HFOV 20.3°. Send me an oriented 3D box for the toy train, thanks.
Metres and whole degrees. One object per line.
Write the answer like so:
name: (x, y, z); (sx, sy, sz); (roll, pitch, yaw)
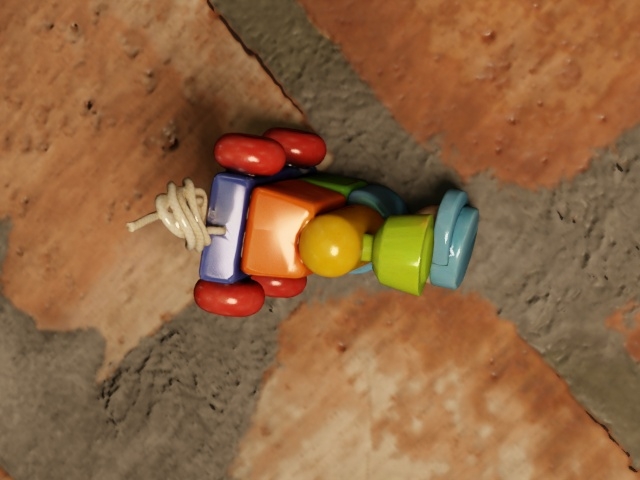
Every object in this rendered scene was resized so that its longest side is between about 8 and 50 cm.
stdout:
toy train: (0.000, 0.000, 1.020); (0.143, 0.248, 0.105); (10, 98, 15)
